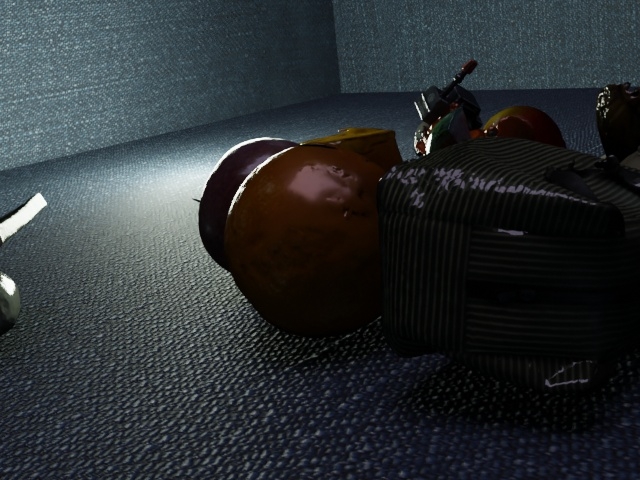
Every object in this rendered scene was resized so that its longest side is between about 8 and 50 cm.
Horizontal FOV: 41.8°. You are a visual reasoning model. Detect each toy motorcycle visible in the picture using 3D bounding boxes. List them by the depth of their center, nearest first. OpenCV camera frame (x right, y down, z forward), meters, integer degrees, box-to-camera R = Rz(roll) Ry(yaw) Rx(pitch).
[{"bbox_3d":[0.266,-0.171,1.497,0.147,0.221,0.326,25,34,-32],"label":"toy motorcycle"}]

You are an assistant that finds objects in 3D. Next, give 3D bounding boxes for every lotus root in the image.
[{"bbox_3d":[0.539,-0.144,1.422,0.167,0.078,0.329,31,-8,36],"label":"lotus root"}]

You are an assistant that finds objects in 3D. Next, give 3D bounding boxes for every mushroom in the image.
[{"bbox_3d":[-0.503,0.088,1.228,0.118,0.103,0.270,-23,13,-19],"label":"mushroom"}]

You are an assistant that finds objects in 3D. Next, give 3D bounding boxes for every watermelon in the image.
[{"bbox_3d":[0.198,-0.155,1.257,0.072,0.092,0.084,24,12,-20],"label":"watermelon"}]

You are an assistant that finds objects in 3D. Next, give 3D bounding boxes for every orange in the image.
[{"bbox_3d":[0.000,0.000,1.054,0.246,0.246,0.246,-6,15,2],"label":"orange"}]

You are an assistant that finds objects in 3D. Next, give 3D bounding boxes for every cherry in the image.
[{"bbox_3d":[-0.055,-0.043,1.303,0.307,0.221,0.261,14,21,5],"label":"cherry"}]

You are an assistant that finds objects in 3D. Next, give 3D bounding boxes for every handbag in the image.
[{"bbox_3d":[0.236,0.018,0.892,0.240,0.248,0.340,8,15,39],"label":"handbag"}]

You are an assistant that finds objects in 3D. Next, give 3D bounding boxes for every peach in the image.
[{"bbox_3d":[0.381,-0.161,1.625,0.197,0.198,0.197,-6,15,2],"label":"peach"}]

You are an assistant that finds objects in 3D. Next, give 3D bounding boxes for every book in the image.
[{"bbox_3d":[-0.566,0.062,1.165,0.370,0.043,0.260,-31,14,2],"label":"book"}]

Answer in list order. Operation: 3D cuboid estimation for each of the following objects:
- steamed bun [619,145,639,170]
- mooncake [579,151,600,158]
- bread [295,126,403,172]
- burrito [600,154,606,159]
[{"bbox_3d":[0.554,-0.075,1.265,0.238,0.153,0.170,4,25,29],"label":"steamed bun"},{"bbox_3d":[0.286,-0.032,1.218,0.290,0.161,0.290,-5,17,2],"label":"mooncake"},{"bbox_3d":[0.057,-0.164,1.812,0.269,0.143,0.195,-17,17,-41],"label":"bread"},{"bbox_3d":[0.644,-0.155,1.683,0.392,0.076,0.117,-22,28,-38],"label":"burrito"}]
